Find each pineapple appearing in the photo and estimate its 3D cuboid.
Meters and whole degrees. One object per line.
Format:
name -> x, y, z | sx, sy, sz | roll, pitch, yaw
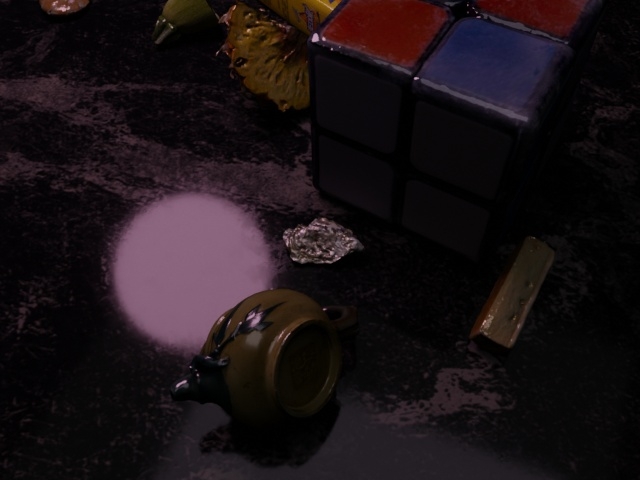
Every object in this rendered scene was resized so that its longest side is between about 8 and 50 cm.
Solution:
pineapple -> -0.095, -0.297, 1.161 | 0.164, 0.249, 0.140 | 18, 88, 49

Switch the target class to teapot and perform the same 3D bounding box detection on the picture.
teapot -> -0.069, 0.139, 0.846 | 0.182, 0.173, 0.269 | 5, 23, 42

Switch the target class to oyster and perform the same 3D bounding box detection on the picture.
oyster -> 0.000, 0.001, 0.995 | 0.100, 0.037, 0.098 | -27, 59, -16

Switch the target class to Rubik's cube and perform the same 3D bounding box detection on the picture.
Rubik's cube -> 0.186, -0.208, 0.969 | 0.313, 0.316, 0.318 | 26, 59, 18

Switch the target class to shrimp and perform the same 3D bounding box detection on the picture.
shrimp -> -0.525, -0.516, 1.354 | 0.099, 0.041, 0.180 | -14, 56, -10

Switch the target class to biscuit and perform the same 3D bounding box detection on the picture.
biscuit -> 0.273, 0.075, 0.932 | 0.056, 0.052, 0.188 | 34, 62, 4

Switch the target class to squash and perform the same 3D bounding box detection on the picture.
squash -> -0.271, -0.428, 1.274 | 0.132, 0.105, 0.105 | -32, 59, 3

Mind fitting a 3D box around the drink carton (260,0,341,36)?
drink carton -> -0.017, -0.500, 1.295 | 0.154, 0.111, 0.351 | -37, 64, -21
